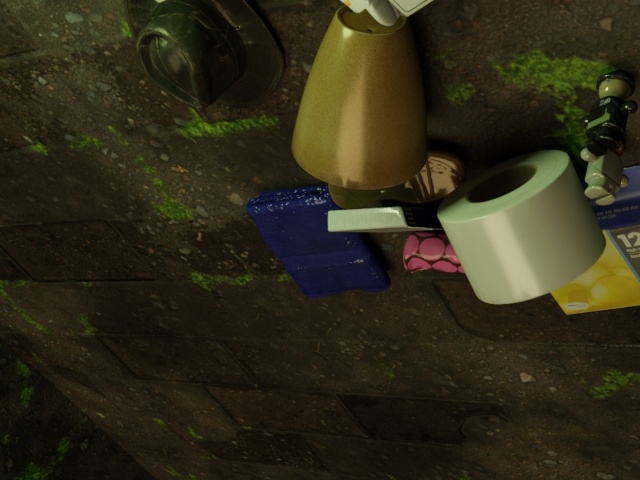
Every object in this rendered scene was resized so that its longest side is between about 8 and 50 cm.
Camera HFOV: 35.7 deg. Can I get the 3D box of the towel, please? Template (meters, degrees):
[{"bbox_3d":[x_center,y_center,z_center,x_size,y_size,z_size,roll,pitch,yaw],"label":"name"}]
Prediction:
[{"bbox_3d":[0.000,0.000,2.159,0.227,0.076,0.308,-8,135,29],"label":"towel"}]

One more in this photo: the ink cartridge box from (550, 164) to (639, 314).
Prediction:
[{"bbox_3d":[0.525,0.010,1.838,0.303,0.072,0.307,-11,134,42],"label":"ink cartridge box"}]

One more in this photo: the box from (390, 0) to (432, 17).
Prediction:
[{"bbox_3d":[0.174,-0.456,1.399,0.169,0.087,0.290,39,143,-21],"label":"box"}]

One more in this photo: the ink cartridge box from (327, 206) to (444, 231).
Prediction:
[{"bbox_3d":[0.164,-0.040,1.903,0.224,0.045,0.223,0,180,33],"label":"ink cartridge box"}]

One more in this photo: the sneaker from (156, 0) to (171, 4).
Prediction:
[{"bbox_3d":[-0.246,-0.508,1.555,0.178,0.124,0.295,31,139,-18],"label":"sneaker"}]

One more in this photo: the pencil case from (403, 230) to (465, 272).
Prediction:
[{"bbox_3d":[0.276,0.036,2.009,0.209,0.095,0.098,9,124,21],"label":"pencil case"}]

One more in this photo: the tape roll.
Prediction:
[{"bbox_3d":[0.343,-0.026,1.707,0.246,0.246,0.169,-13,113,43],"label":"tape roll"}]

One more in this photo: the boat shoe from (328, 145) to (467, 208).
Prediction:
[{"bbox_3d":[0.151,-0.127,1.884,0.285,0.089,0.105,-4,111,32],"label":"boat shoe"}]

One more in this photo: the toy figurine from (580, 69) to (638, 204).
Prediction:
[{"bbox_3d":[0.518,-0.154,1.557,0.213,0.148,0.209,8,149,19],"label":"toy figurine"}]

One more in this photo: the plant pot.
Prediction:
[{"bbox_3d":[0.075,-0.257,1.646,0.237,0.237,0.254,15,130,14],"label":"plant pot"}]

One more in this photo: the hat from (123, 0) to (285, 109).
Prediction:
[{"bbox_3d":[-0.232,-0.330,1.789,0.331,0.134,0.331,16,145,12],"label":"hat"}]

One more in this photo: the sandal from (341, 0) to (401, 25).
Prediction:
[{"bbox_3d":[0.025,-0.436,1.522,0.265,0.102,0.076,47,143,-17],"label":"sandal"}]
